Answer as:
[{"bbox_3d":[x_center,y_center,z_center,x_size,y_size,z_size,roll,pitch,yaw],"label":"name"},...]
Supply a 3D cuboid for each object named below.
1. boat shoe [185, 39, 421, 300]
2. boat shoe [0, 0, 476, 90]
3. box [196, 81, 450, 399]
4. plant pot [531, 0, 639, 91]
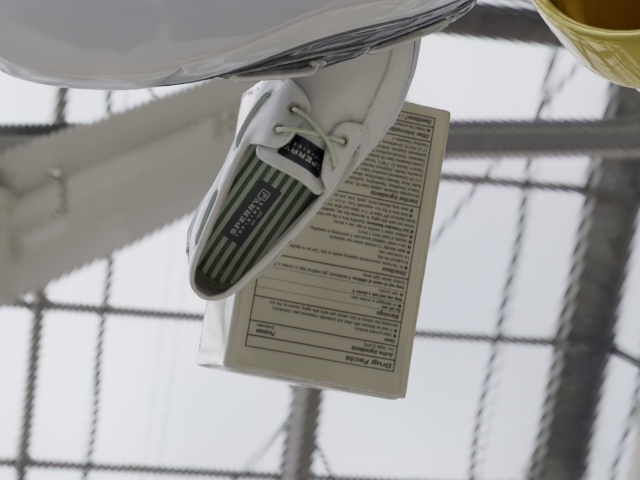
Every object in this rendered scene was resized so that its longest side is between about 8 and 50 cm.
[{"bbox_3d":[-0.008,-0.054,1.074,0.083,0.076,0.226,26,-68,-8],"label":"boat shoe"},{"bbox_3d":[-0.044,-0.132,0.993,0.301,0.108,0.102,-16,-19,-16],"label":"boat shoe"},{"bbox_3d":[0.000,0.000,1.430,0.148,0.127,0.232,11,-96,-14],"label":"box"},{"bbox_3d":[0.331,-0.210,1.542,0.254,0.254,0.239,-52,-43,-7],"label":"plant pot"}]
